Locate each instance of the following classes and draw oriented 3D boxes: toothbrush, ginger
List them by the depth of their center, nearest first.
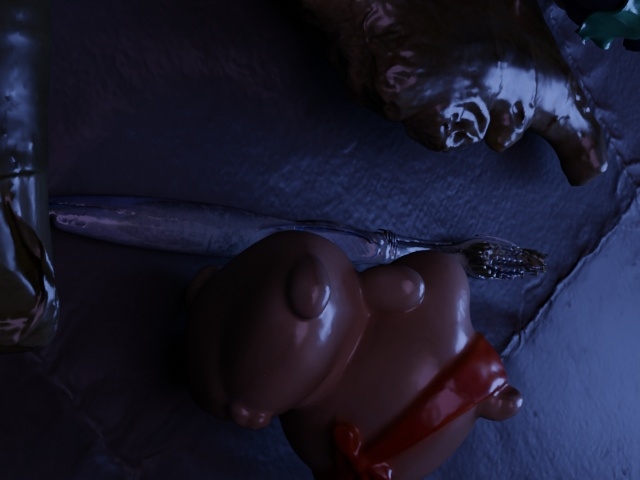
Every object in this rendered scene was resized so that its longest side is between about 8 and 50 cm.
[{"bbox_3d":[0.000,0.000,0.860,0.413,0.042,0.035,6,86,-35],"label":"toothbrush"},{"bbox_3d":[0.106,-0.137,0.913,0.333,0.080,0.166,5,78,-40],"label":"ginger"}]

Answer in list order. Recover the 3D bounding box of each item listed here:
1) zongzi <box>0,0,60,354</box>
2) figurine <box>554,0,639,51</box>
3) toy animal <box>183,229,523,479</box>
[{"bbox_3d":[-0.307,-0.128,0.549,0.393,0.174,0.356,4,83,-31],"label":"zongzi"},{"bbox_3d":[0.196,-0.228,0.933,0.195,0.111,0.102,46,48,4],"label":"figurine"},{"bbox_3d":[0.020,0.078,0.784,0.198,0.171,0.171,32,71,-26],"label":"toy animal"}]
